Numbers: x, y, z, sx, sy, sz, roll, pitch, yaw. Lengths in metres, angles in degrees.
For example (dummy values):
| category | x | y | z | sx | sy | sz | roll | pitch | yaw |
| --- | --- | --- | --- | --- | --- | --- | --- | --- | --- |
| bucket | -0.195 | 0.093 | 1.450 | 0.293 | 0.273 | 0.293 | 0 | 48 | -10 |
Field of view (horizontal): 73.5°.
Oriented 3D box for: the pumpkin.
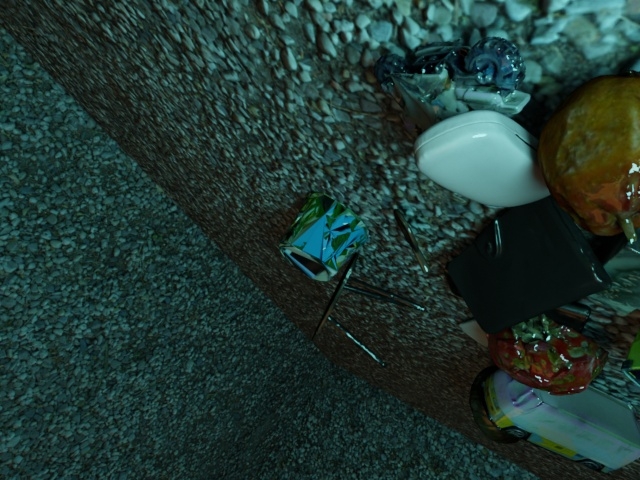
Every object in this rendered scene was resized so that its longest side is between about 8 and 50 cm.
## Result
| category | x | y | z | sx | sy | sz | roll | pitch | yaw |
| --- | --- | --- | --- | --- | --- | --- | --- | --- | --- |
| pumpkin | 0.588 | 0.522 | 1.373 | 0.238 | 0.238 | 0.159 | 45 | 154 | -22 |

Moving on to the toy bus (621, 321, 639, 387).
| category | x | y | z | sx | sy | sz | roll | pitch | yaw |
| --- | --- | --- | --- | --- | --- | --- | --- | --- | --- |
| toy bus | 0.627 | 0.175 | 0.652 | 0.128 | 0.150 | 0.262 | 38 | 155 | -1 |

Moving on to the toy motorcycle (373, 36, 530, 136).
| category | x | y | z | sx | sy | sz | roll | pitch | yaw |
| --- | --- | --- | --- | --- | --- | --- | --- | --- | --- |
| toy motorcycle | 0.196 | -0.189 | 0.630 | 0.204 | 0.108 | 0.239 | 57 | 175 | -33 |

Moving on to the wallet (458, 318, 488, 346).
| category | x | y | z | sx | sy | sz | roll | pitch | yaw |
| --- | --- | --- | --- | --- | --- | --- | --- | --- | --- |
| wallet | 0.490 | 0.267 | 1.250 | 0.124 | 0.032 | 0.183 | 35 | 162 | 4 |

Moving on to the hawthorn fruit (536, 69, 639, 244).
| category | x | y | z | sx | sy | sz | roll | pitch | yaw |
| --- | --- | --- | --- | --- | --- | --- | --- | --- | --- |
| hawthorn fruit | 0.336 | -0.100 | 0.481 | 0.173 | 0.179 | 0.174 | 23 | 130 | 30 |

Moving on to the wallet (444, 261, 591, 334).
| category | x | y | z | sx | sy | sz | roll | pitch | yaw |
| --- | --- | --- | --- | --- | --- | --- | --- | --- | --- |
| wallet | 0.452 | 0.147 | 1.024 | 0.317 | 0.045 | 0.172 | 21 | 159 | 31 |

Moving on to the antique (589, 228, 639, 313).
| category | x | y | z | sx | sy | sz | roll | pitch | yaw |
| --- | --- | --- | --- | --- | --- | --- | --- | --- | --- |
| antique | 0.488 | 0.038 | 0.671 | 0.088 | 0.086 | 0.183 | 30 | 159 | 20 |

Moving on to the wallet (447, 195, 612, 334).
| category | x | y | z | sx | sy | sz | roll | pitch | yaw |
| --- | --- | --- | --- | --- | --- | --- | --- | --- | --- |
| wallet | 0.370 | 0.056 | 0.823 | 0.378 | 0.051 | 0.197 | 109 | 140 | -65 |

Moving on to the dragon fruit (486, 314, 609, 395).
| category | x | y | z | sx | sy | sz | roll | pitch | yaw |
| --- | --- | --- | --- | --- | --- | --- | --- | --- | --- |
| dragon fruit | 0.474 | 0.242 | 0.957 | 0.262 | 0.134 | 0.211 | 13 | 152 | 41 |

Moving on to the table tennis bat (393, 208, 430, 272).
| category | x | y | z | sx | sy | sz | roll | pitch | yaw |
| --- | --- | --- | --- | --- | --- | --- | --- | --- | --- |
| table tennis bat | 0.261 | -0.024 | 1.021 | 0.170 | 0.119 | 0.107 | 62 | -176 | -10 |

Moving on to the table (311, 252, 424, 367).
| category | x | y | z | sx | sy | sz | roll | pitch | yaw |
| --- | --- | --- | --- | --- | --- | --- | --- | --- | --- |
| table | 0.151 | 0.234 | 1.366 | 0.249 | 0.317 | 0.317 | 27 | 159 | 3 |

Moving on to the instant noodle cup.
| category | x | y | z | sx | sy | sz | roll | pitch | yaw |
| --- | --- | --- | --- | --- | --- | --- | --- | --- | --- |
| instant noodle cup | 0.000 | 0.000 | 1.247 | 0.240 | 0.178 | 0.240 | 31 | 159 | 13 |

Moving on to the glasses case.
| category | x | y | z | sx | sy | sz | roll | pitch | yaw |
| --- | --- | --- | --- | --- | --- | --- | --- | --- | --- |
| glasses case | 0.241 | -0.102 | 0.591 | 0.113 | 0.075 | 0.296 | -20 | 160 | 41 |

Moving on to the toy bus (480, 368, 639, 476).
| category | x | y | z | sx | sy | sz | roll | pitch | yaw |
| --- | --- | --- | --- | --- | --- | --- | --- | --- | --- |
| toy bus | 0.621 | 0.438 | 1.107 | 0.386 | 0.171 | 0.162 | 24 | 128 | -7 |
